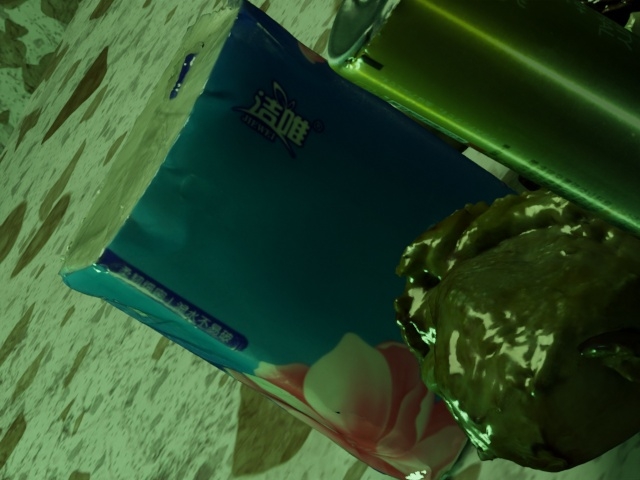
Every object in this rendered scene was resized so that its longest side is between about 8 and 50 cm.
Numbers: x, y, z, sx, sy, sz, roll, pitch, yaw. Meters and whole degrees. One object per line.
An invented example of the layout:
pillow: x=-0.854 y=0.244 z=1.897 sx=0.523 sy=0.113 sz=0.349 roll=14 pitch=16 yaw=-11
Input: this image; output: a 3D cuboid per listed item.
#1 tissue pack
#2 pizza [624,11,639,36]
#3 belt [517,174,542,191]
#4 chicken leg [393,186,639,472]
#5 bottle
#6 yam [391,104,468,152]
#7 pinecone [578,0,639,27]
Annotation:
tissue pack: x=0.000 y=0.000 z=1.211 sx=0.209 sy=0.269 sz=0.137 roll=-62 pitch=17 yaw=-18
pizza: x=0.261 y=-0.141 z=0.888 sx=0.323 sy=0.223 sz=0.089 roll=-169 pitch=68 yaw=-72
belt: x=0.157 y=-0.040 z=1.213 sx=0.036 sy=0.059 sz=0.083 roll=-58 pitch=16 yaw=-4
chicken leg: x=0.156 y=-0.010 z=1.059 sx=0.211 sy=0.140 sz=0.361 roll=-13 pitch=32 yaw=37
bottle: x=0.143 y=-0.047 z=0.878 sx=0.082 sy=0.286 sz=0.082 roll=-54 pitch=18 yaw=27
yam: x=0.124 y=-0.145 z=1.339 sx=0.371 sy=0.083 sz=0.083 roll=-48 pitch=17 yaw=1
pinecone: x=0.172 y=-0.130 z=1.227 sx=0.140 sy=0.140 sz=0.121 roll=-90 pitch=2 yaw=-61
